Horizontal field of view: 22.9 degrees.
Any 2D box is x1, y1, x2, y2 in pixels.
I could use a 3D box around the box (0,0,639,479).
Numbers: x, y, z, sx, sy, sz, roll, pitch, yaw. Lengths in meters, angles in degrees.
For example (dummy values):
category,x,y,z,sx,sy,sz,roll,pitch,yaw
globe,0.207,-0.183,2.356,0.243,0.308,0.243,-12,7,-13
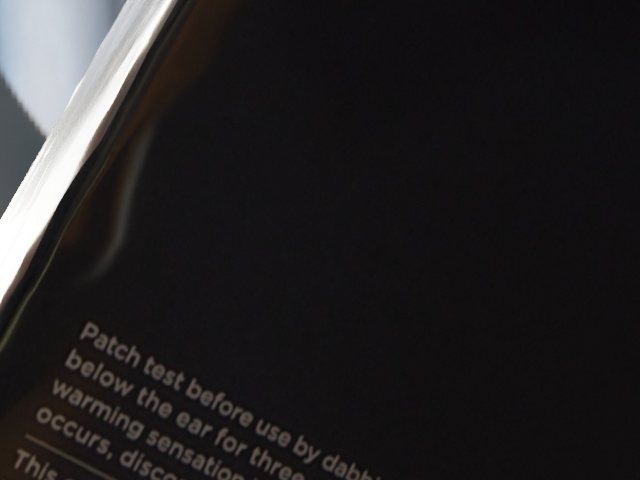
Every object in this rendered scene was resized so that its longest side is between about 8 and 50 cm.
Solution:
category,x,y,z,sx,sy,sz,roll,pitch,yaw
box,0.000,0.000,0.499,0.312,0.179,0.343,-61,12,-9
